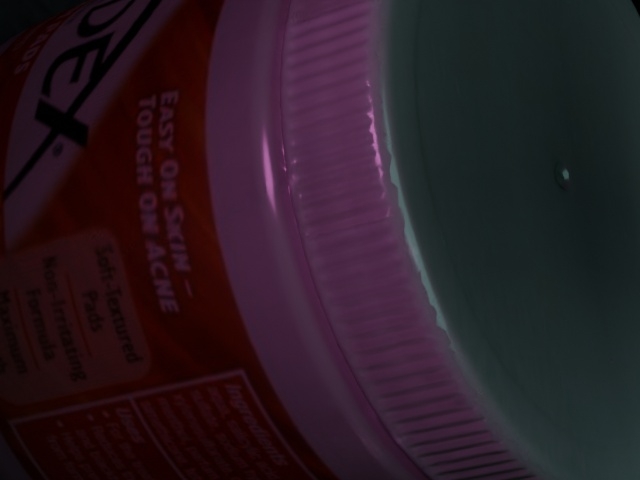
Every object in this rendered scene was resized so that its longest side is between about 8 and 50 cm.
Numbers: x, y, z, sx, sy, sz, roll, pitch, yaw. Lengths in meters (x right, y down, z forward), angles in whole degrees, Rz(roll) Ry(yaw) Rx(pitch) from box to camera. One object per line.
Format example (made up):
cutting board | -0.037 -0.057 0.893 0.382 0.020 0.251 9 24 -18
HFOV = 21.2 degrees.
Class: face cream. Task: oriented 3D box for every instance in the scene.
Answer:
face cream | 0.000 0.000 0.559 0.201 0.187 0.201 25 58 -48
